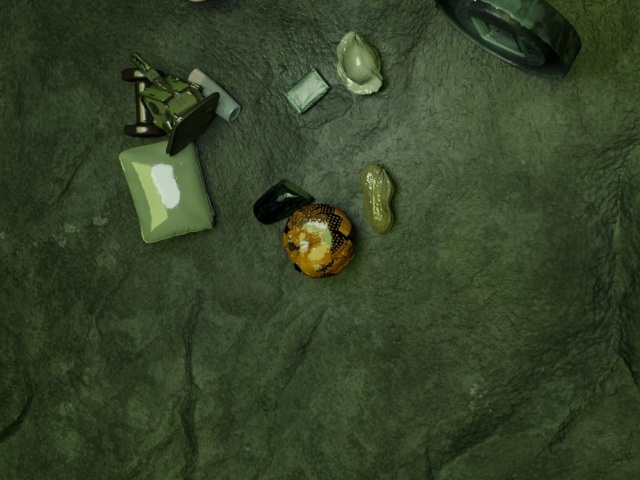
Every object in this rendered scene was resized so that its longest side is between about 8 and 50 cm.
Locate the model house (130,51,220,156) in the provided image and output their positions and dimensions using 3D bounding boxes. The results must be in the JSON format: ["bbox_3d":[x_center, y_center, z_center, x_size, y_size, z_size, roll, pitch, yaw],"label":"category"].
[{"bbox_3d":[-0.488,-0.449,1.812,0.279,0.205,0.218,43,147,2],"label":"model house"}]

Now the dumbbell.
[{"bbox_3d":[-0.587,-0.457,1.925,0.141,0.124,0.225,7,101,34],"label":"dumbbell"}]

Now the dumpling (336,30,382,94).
[{"bbox_3d":[0.109,-0.519,1.711,0.127,0.108,0.188,-16,108,45],"label":"dumpling"}]

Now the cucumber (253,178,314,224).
[{"bbox_3d":[-0.132,-0.126,1.858,0.193,0.086,0.115,-31,90,26],"label":"cucumber"}]

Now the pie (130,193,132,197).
[{"bbox_3d":[-0.584,-0.170,2.014,0.187,0.041,0.186,3,99,17],"label":"pie"}]

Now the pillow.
[{"bbox_3d":[-0.504,-0.168,1.918,0.256,0.120,0.322,-15,95,-12],"label":"pillow"}]

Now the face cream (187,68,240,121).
[{"bbox_3d":[-0.351,-0.471,1.887,0.198,0.057,0.084,42,120,10],"label":"face cream"}]

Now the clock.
[{"bbox_3d":[0.465,-0.538,1.443,0.386,0.386,0.076,34,101,11],"label":"clock"}]

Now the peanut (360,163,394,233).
[{"bbox_3d":[0.175,-0.126,1.750,0.099,0.090,0.214,-6,98,-11],"label":"peanut"}]

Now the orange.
[{"bbox_3d":[0.000,0.000,1.776,0.235,0.182,0.234,1,91,28],"label":"orange"}]

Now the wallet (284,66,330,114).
[{"bbox_3d":[-0.039,-0.464,1.801,0.129,0.026,0.088,-39,89,18],"label":"wallet"}]
